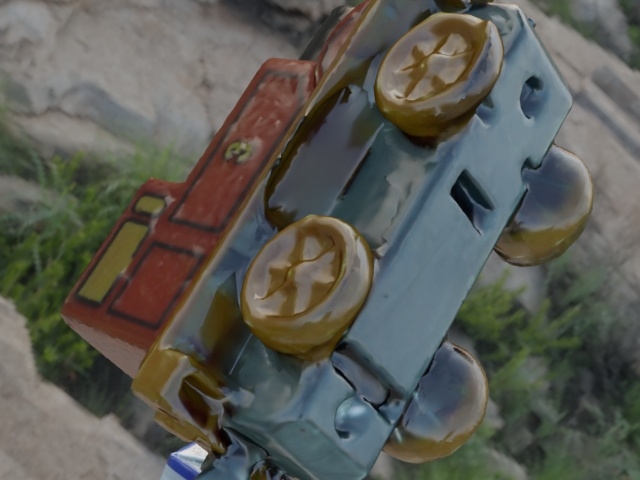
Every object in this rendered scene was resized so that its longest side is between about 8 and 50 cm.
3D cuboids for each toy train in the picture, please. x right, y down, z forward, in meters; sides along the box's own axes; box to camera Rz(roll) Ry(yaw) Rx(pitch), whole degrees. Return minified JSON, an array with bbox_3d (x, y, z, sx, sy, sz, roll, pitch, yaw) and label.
[{"bbox_3d":[0.000,0.000,0.799,0.369,0.231,0.163,-59,135,-18],"label":"toy train"}]

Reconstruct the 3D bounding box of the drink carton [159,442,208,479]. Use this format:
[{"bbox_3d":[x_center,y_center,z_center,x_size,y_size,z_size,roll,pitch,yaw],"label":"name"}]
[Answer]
[{"bbox_3d":[-0.143,0.375,1.493,0.130,0.315,0.106,32,23,20],"label":"drink carton"}]
